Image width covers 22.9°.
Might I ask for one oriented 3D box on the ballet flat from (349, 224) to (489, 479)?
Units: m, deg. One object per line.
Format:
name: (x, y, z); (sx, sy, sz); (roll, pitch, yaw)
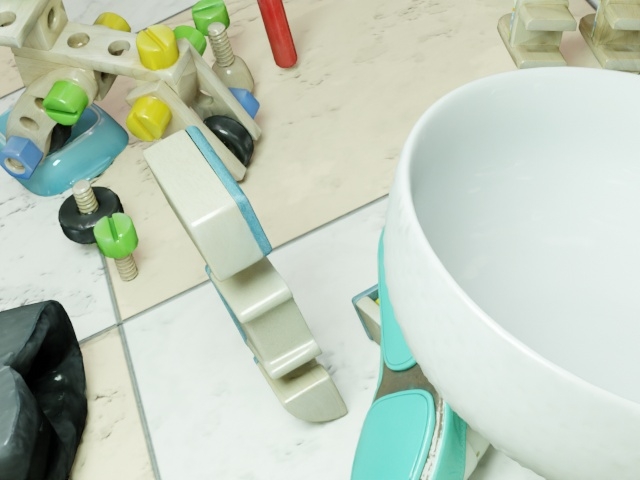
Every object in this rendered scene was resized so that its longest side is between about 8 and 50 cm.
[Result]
ballet flat: (0.077, 0.101, 1.041); (0.083, 0.087, 0.247); (-17, 61, 53)

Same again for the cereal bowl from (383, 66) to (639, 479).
cereal bowl: (0.193, 0.043, 0.959); (0.338, 0.141, 0.339); (10, 37, -7)

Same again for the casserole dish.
casserole dish: (-0.270, -0.108, 1.595); (0.114, 0.037, 0.188); (-36, 37, -14)

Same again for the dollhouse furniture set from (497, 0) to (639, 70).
dollhouse furniture set: (0.269, -0.273, 1.330); (0.242, 0.212, 0.161); (-1, 35, -11)

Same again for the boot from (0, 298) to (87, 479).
boot: (-0.404, 0.126, 1.270); (0.445, 0.146, 0.367); (-20, 45, 14)

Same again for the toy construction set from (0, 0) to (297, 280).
toy construction set: (-0.167, -0.179, 1.419); (0.309, 0.237, 0.257); (-40, 49, -24)

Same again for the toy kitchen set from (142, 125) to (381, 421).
toy kitchen set: (0.000, 0.000, 1.132); (0.166, 0.207, 0.122); (-29, 36, -6)
